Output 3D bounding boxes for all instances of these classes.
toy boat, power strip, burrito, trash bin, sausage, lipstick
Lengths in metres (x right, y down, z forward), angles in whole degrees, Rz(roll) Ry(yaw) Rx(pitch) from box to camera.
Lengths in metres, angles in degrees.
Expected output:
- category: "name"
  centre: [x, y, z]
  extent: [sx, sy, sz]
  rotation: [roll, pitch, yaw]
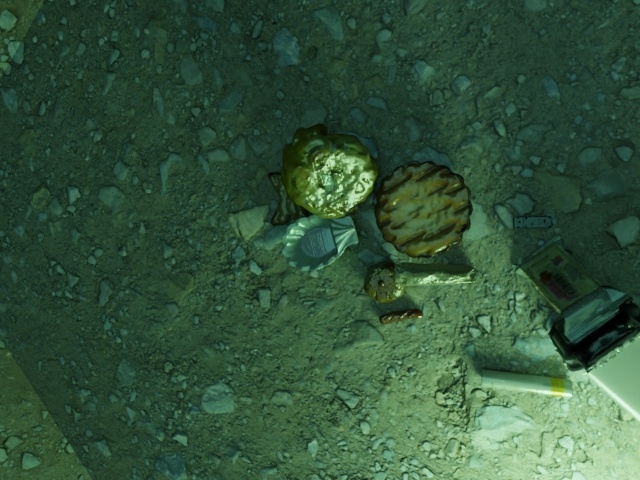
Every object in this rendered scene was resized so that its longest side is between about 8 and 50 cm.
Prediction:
- category: "toy boat"
  centre: [0.000, 0.000, 1.522]
  extent: [0.290, 0.100, 0.200]
  rotation: [-16, 89, 22]
- category: "power strip"
  centre: [0.667, -0.057, 1.308]
  extent: [0.111, 0.029, 0.038]
  rotation: [0, 94, 18]
- category: "burrito"
  centre: [0.382, 0.111, 1.386]
  extent: [0.275, 0.059, 0.082]
  rotation: [-2, 96, 3]
- category: "trash bin"
  centre: [0.864, 0.352, 1.140]
  extent: [0.368, 0.296, 0.256]
  rotation: [47, 107, 5]
- category: "sausage"
  centre: [0.285, 0.269, 1.473]
  extent: [0.157, 0.042, 0.036]
  rotation: [-13, 45, 19]
- category: "lipstick"
  centre: [0.656, 0.459, 1.337]
  extent: [0.263, 0.059, 0.059]
  rotation: [2, 95, 20]

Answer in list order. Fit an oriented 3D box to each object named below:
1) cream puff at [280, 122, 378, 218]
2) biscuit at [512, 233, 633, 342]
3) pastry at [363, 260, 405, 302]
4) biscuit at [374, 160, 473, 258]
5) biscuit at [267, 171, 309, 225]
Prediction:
- category: "cream puff"
  centre: [0.022, -0.256, 1.433]
  extent: [0.324, 0.257, 0.291]
  rotation: [-1, 130, -15]
- category: "biscuit"
  centre: [0.711, 0.124, 1.201]
  extent: [0.079, 0.309, 0.186]
  rotation: [38, 112, -26]
- category: "pastry"
  centre: [0.227, 0.146, 1.460]
  extent: [0.153, 0.081, 0.153]
  rotation: [1, 95, 7]
- category: "biscuit"
  centre: [0.341, -0.105, 1.387]
  extent: [0.325, 0.107, 0.326]
  rotation: [2, 96, 23]
- category: "biscuit"
  centre: [-0.119, -0.164, 1.582]
  extent: [0.164, 0.047, 0.208]
  rotation: [-3, 93, 22]
